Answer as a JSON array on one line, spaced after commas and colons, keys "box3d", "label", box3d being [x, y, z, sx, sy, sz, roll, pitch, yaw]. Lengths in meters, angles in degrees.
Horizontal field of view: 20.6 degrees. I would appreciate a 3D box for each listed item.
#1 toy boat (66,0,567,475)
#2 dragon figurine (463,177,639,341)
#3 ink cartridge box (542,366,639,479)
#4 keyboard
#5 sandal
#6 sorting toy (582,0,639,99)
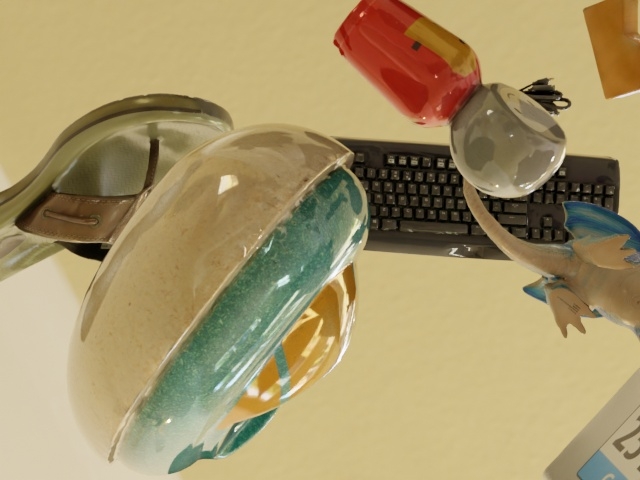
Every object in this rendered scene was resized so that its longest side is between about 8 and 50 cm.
[{"box3d": [0.000, 0.000, 0.961, 0.148, 0.267, 0.318, 40, -114, 5], "label": "toy boat"}, {"box3d": [0.208, 0.025, 1.304, 0.289, 0.085, 0.144, 23, -170, -11], "label": "dragon figurine"}, {"box3d": [0.267, 0.101, 0.902, 0.066, 0.261, 0.296, 42, -177, -20], "label": "ink cartridge box"}, {"box3d": [0.165, -0.081, 1.861, 0.033, 0.317, 0.202, 150, 123, -76], "label": "keyboard"}, {"box3d": [-0.186, -0.014, 1.363, 0.120, 0.302, 0.086, 25, -143, -57], "label": "sandal"}, {"box3d": [0.195, -0.253, 1.076, 0.041, 0.229, 0.307, -11, -94, -47], "label": "sorting toy"}]
